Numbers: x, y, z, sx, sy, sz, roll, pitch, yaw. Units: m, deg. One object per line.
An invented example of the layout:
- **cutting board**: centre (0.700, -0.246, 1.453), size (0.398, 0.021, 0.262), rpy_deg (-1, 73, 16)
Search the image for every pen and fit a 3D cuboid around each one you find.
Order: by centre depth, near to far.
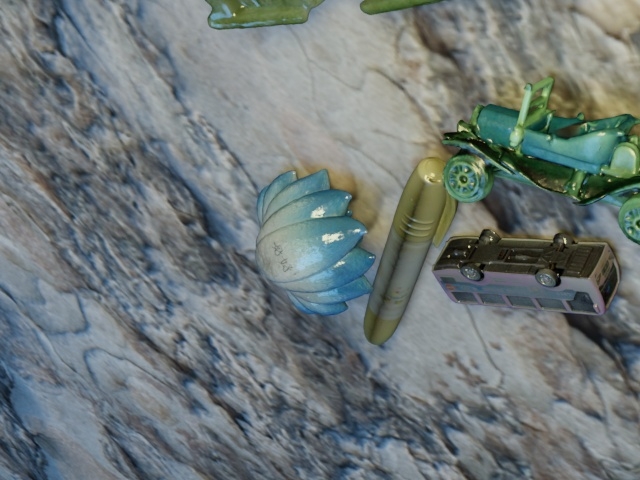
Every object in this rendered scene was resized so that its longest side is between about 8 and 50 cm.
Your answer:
- **pen**: centre (0.063, 0.014, 1.126), size (0.040, 0.032, 0.233), rpy_deg (12, 148, -1)

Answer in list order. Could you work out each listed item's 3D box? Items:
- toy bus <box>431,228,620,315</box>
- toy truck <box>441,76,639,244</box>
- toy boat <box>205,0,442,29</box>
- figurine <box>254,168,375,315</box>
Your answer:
- **toy bus**: centre (0.139, 0.023, 1.064), size (0.130, 0.037, 0.052), rpy_deg (3, 139, 40)
- **toy truck**: centre (0.155, -0.054, 0.927), size (0.154, 0.080, 0.078), rpy_deg (16, 117, 26)
- **toy boat**: centre (0.038, -0.171, 0.879), size (0.293, 0.055, 0.093), rpy_deg (-1, 133, 43)
- **figurine**: centre (0.000, 0.000, 1.124), size (0.114, 0.079, 0.114), rpy_deg (11, 107, 42)
